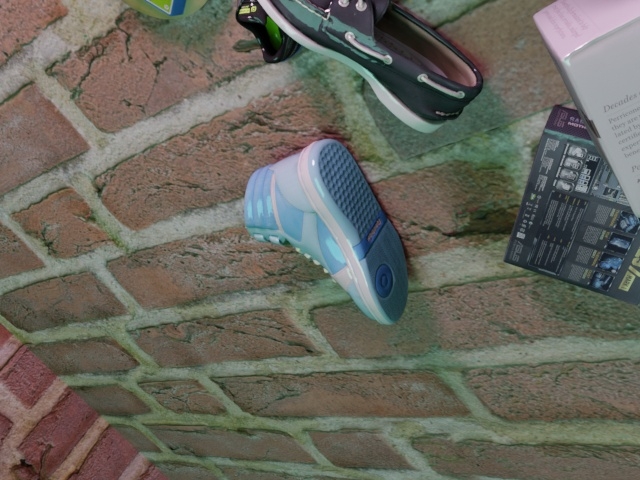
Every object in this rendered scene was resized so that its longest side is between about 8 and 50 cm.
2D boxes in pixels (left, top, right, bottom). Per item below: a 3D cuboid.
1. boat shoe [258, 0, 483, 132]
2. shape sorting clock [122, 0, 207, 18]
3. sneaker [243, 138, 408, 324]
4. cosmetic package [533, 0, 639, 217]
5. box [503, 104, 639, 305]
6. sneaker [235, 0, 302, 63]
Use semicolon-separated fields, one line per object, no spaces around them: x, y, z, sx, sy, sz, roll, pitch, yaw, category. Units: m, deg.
0.056;-0.249;0.791;0.303;0.114;0.091;31;144;-17;boat shoe
-0.223;-0.386;0.885;0.206;0.040;0.206;17;136;17;shape sorting clock
0.000;0.000;1.081;0.208;0.127;0.318;-9;116;38;sneaker
0.315;-0.153;0.635;0.152;0.151;0.183;-28;115;21;cosmetic package
0.345;-0.038;0.848;0.184;0.059;0.232;19;139;17;box
-0.072;-0.304;0.838;0.067;0.078;0.188;4;133;31;sneaker
